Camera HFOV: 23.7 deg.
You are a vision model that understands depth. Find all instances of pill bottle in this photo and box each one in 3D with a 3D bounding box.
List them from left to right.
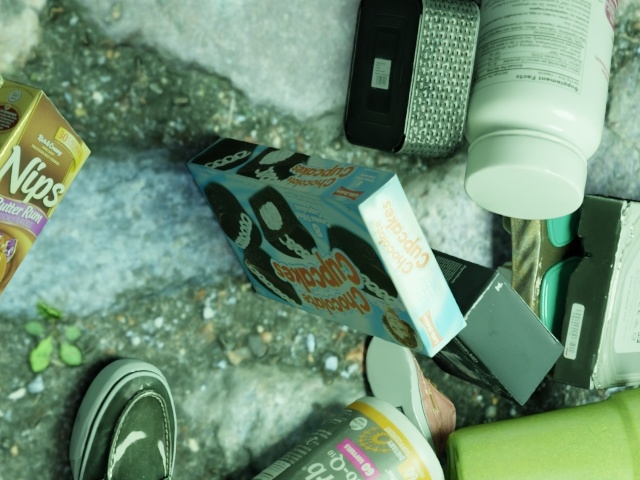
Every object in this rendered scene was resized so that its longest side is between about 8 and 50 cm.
[{"bbox_3d":[-0.004,0.317,1.754,0.278,0.162,0.162,-36,118,-23],"label":"pill bottle"},{"bbox_3d":[0.250,-0.178,1.757,0.160,0.160,0.283,28,62,-35],"label":"pill bottle"}]

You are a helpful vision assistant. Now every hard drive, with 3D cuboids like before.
[{"bbox_3d":[0.414,0.067,1.962,0.339,0.064,0.237,5,97,-57],"label":"hard drive"}]

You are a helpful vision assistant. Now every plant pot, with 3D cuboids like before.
[{"bbox_3d":[0.282,0.305,1.806,0.253,0.276,0.276,-3,104,-1],"label":"plant pot"}]

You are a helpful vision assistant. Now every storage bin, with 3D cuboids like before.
[{"bbox_3d":[0.102,-0.190,1.733,0.084,0.122,0.180,3,99,-34],"label":"storage bin"}]

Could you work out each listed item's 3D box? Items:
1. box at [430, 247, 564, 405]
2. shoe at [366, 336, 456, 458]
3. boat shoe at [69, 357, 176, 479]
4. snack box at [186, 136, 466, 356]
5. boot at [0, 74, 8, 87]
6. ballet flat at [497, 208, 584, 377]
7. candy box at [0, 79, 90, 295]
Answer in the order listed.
[{"bbox_3d":[0.179,0.100,1.828,0.093,0.158,0.156,-51,122,-13],"label":"box"},{"bbox_3d":[0.112,0.187,1.868,0.081,0.063,0.178,-25,99,-58],"label":"shoe"},{"bbox_3d":[-0.201,0.298,1.644,0.121,0.119,0.335,1,100,-34],"label":"boat shoe"},{"bbox_3d":[0.000,0.000,1.586,0.060,0.322,0.187,-39,119,-23],"label":"snack box"},{"bbox_3d":[-0.332,-0.176,1.478,0.165,0.077,0.213,33,87,-34],"label":"boot"},{"bbox_3d":[0.272,0.012,1.902,0.107,0.106,0.316,-12,108,-39],"label":"ballet flat"},{"bbox_3d":[-0.302,-0.044,1.435,0.187,0.053,0.109,-62,150,-19],"label":"candy box"}]
